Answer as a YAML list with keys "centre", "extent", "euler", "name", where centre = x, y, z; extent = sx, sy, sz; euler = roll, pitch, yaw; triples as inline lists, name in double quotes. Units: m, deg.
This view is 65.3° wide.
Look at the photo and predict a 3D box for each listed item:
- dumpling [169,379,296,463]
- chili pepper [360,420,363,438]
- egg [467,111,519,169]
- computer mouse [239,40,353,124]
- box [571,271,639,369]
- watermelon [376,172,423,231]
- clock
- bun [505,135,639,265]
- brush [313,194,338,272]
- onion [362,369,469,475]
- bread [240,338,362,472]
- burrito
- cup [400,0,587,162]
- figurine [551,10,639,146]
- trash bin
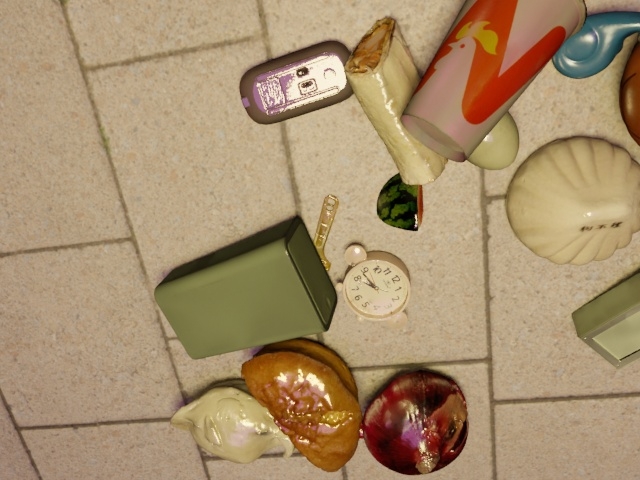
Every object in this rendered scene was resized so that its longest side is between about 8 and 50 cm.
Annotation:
- centre: [-0.204, 0.465, 1.278]
  extent: [0.317, 0.187, 0.243]
  euler: [9, 152, 11]
  name: "dumpling"
- centre: [0.085, 0.492, 1.292]
  extent: [0.267, 0.050, 0.059]
  euler: [-1, 108, 4]
  name: "chili pepper"
- centre: [0.315, -0.200, 0.954]
  extent: [0.114, 0.114, 0.152]
  euler: [-41, 107, 19]
  name: "egg"
- centre: [-0.043, -0.307, 0.981]
  extent: [0.232, 0.057, 0.120]
  euler: [-17, 108, 9]
  name: "computer mouse"
- centre: [0.674, 0.160, 1.049]
  extent: [0.129, 0.086, 0.225]
  euler: [37, 124, -9]
  name: "box"
- centre: [0.189, -0.085, 1.046]
  extent: [0.094, 0.125, 0.136]
  euler: [21, 96, -34]
  name: "watermelon"
- centre: [0.125, 0.103, 1.127]
  extent: [0.155, 0.063, 0.229]
  euler: [-30, 103, 19]
  name: "clock"
- centre: [0.503, -0.064, 0.945]
  extent: [0.262, 0.175, 0.264]
  euler: [2, 105, 7]
  name: "bun"
- centre: [0.000, 0.000, 1.124]
  extent: [0.082, 0.010, 0.218]
  euler: [17, 113, -1]
  name: "brush"
- centre: [0.237, 0.449, 1.171]
  extent: [0.271, 0.195, 0.272]
  euler: [-6, 115, -12]
  name: "onion"
- centre: [-0.009, 0.357, 1.167]
  extent: [0.179, 0.194, 0.340]
  euler: [-38, 94, 12]
  name: "bread"
- centre: [0.146, -0.257, 0.945]
  extent: [0.105, 0.143, 0.299]
  euler: [-9, 117, 48]
  name: "burrito"
- centre: [0.269, -0.287, 0.832]
  extent: [0.203, 0.203, 0.289]
  euler: [34, 91, -8]
  name: "cup"
- centre: [0.602, -0.251, 0.836]
  extent: [0.416, 0.298, 0.243]
  euler: [47, 135, -1]
  name: "figurine"
- centre: [-0.163, 0.119, 1.113]
  extent: [0.343, 0.158, 0.223]
  euler: [-19, 109, 20]
  name: "trash bin"
